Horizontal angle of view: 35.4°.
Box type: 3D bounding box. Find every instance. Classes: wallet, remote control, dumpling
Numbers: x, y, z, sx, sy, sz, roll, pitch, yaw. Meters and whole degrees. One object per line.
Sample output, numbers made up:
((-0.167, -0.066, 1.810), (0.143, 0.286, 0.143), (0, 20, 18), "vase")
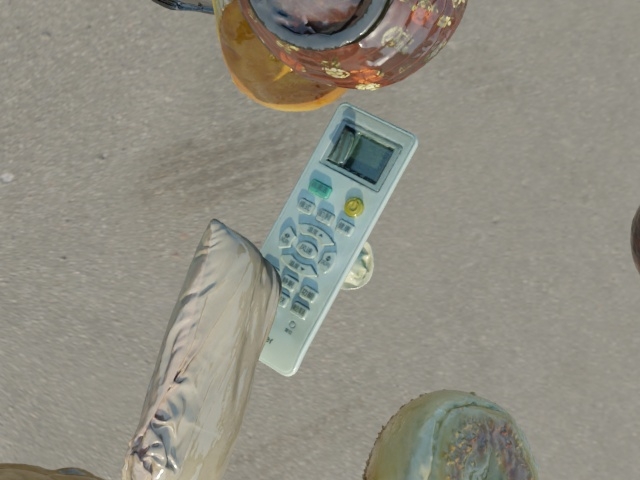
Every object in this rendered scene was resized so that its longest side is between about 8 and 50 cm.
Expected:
((-0.202, -0.389, 1.661), (0.157, 0.082, 0.018), (-5, 115, -46), "wallet")
((0.000, 0.000, 1.089), (0.293, 0.103, 0.051), (-62, 157, 4), "remote control")
((0.049, 0.041, 1.456), (0.077, 0.059, 0.043), (-38, 150, -11), "dumpling")

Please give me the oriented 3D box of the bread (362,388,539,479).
((0.164, 0.344, 1.274), (0.305, 0.159, 0.305), (21, 60, -42), "bread")

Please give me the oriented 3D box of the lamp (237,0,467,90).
((0.029, -0.265, 0.972), (0.247, 0.247, 0.247), (1, 88, -27), "lamp")

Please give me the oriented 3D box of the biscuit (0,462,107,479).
((-0.295, 0.329, 1.118), (0.351, 0.312, 0.057), (18, 95, -35), "biscuit")

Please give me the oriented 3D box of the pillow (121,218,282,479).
((-0.105, 0.125, 0.947), (0.173, 0.067, 0.270), (30, 77, -66), "pillow")

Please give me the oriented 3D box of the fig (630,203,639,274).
((0.363, 0.006, 0.959), (0.202, 0.149, 0.148), (-22, 95, -27), "fig")

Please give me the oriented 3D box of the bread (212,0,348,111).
((-0.038, -0.261, 1.206), (0.179, 0.250, 0.133), (-6, 61, 0), "bread")
